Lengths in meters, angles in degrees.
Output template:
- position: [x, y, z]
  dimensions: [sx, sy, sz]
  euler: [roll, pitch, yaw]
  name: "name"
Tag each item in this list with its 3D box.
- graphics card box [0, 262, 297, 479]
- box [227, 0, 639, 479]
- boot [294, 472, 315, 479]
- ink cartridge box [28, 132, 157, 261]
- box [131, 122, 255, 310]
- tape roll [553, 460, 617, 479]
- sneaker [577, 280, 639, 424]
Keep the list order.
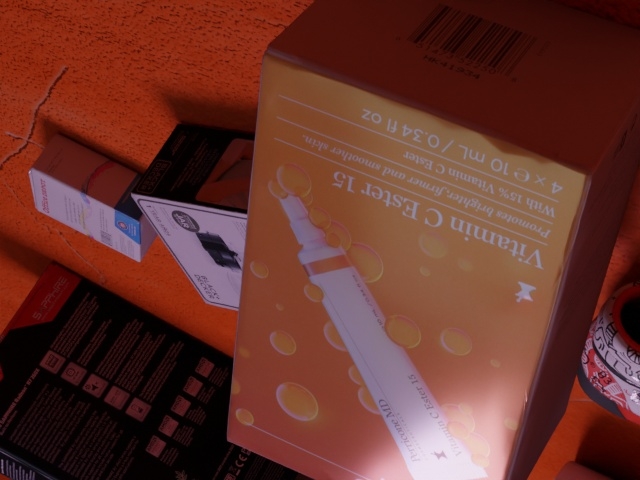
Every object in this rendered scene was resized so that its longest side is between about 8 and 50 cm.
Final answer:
- position: [-0.206, 0.213, 1.747]
  dimensions: [0.371, 0.232, 0.094]
  euler: [27, 150, 5]
  name: "graphics card box"
- position: [0.076, 0.010, 1.048]
  dimensions: [0.215, 0.168, 0.345]
  euler: [22, 132, 17]
  name: "box"
- position: [-0.059, 0.410, 1.784]
  dimensions: [0.378, 0.284, 0.138]
  euler: [-8, 133, 23]
  name: "boot"
- position: [-0.219, -0.042, 1.515]
  dimensions: [0.122, 0.052, 0.088]
  euler: [25, 153, 7]
  name: "ink cartridge box"
- position: [0.000, 0.000, 1.322]
  dimensions: [0.290, 0.087, 0.169]
  euler: [11, 147, 35]
  name: "box"
- position: [0.233, 0.363, 1.497]
  dimensions: [0.100, 0.286, 0.286]
  euler: [23, 153, 17]
  name: "tape roll"
- position: [0.331, 0.123, 1.195]
  dimensions: [0.270, 0.090, 0.145]
  euler: [26, 156, 14]
  name: "sneaker"
